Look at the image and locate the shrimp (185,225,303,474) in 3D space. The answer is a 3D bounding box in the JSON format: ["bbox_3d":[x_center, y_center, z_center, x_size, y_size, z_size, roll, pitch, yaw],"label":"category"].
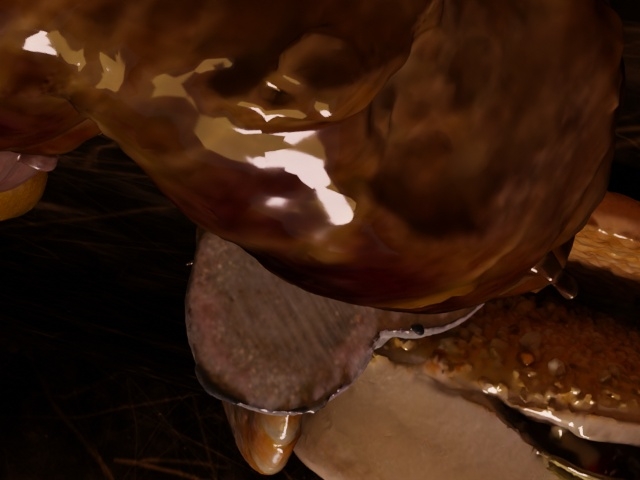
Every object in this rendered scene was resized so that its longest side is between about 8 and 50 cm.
[{"bbox_3d":[-0.046,0.020,1.039,0.058,0.169,0.296,2,-147,-14],"label":"shrimp"}]

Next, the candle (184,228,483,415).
[{"bbox_3d":[0.000,0.000,0.881,0.192,0.168,0.068,-28,171,-6],"label":"candle"}]

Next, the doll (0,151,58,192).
[{"bbox_3d":[-0.227,-0.088,0.871,0.188,0.096,0.145,27,-168,-8],"label":"doll"}]

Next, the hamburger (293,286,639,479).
[{"bbox_3d":[0.123,0.109,1.023,0.302,0.170,0.302,24,-177,-2],"label":"hamburger"}]

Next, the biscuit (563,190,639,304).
[{"bbox_3d":[0.180,0.007,0.904,0.145,0.033,0.224,13,173,18],"label":"biscuit"}]

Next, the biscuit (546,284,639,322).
[{"bbox_3d":[0.120,0.032,1.168,0.231,0.016,0.139,15,167,5],"label":"biscuit"}]

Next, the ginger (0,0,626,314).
[{"bbox_3d":[-0.043,-0.072,0.549,0.358,0.152,0.274,21,168,-17],"label":"ginger"}]

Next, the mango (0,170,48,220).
[{"bbox_3d":[-0.260,-0.056,1.076,0.136,0.099,0.227,8,174,19],"label":"mango"}]
